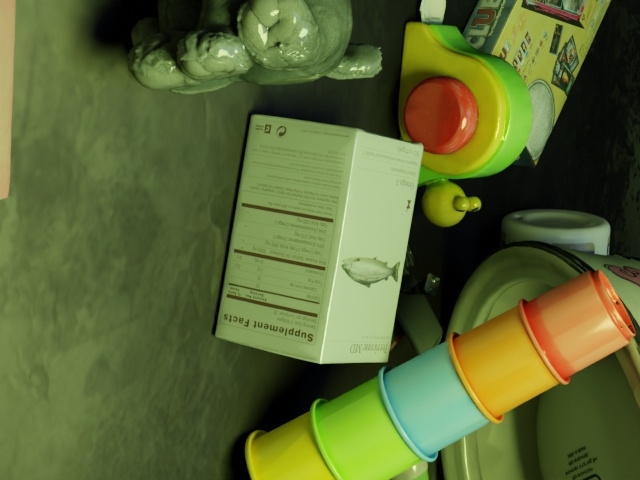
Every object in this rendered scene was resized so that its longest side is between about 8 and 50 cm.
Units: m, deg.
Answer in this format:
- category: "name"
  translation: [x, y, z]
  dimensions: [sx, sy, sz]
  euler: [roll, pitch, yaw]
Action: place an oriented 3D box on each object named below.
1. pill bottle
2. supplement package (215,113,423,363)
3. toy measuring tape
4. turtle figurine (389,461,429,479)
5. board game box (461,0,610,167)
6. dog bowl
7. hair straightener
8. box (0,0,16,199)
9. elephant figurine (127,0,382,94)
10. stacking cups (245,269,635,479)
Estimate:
- category: "pill bottle"
  translation: [0.238, 0.068, 1.513]
  dimensions: [0.112, 0.112, 0.186]
  euler: [-16, 112, -53]
- category: "supplement package"
  translation: [0.000, 0.000, 1.154]
  dimensions: [0.105, 0.105, 0.179]
  euler: [5, 94, -57]
- category: "toy measuring tape"
  translation: [0.136, -0.173, 1.300]
  dimensions: [0.121, 0.121, 0.330]
  euler: [-6, 103, -55]
- category: "turtle figurine"
  translation: [0.057, 0.316, 1.327]
  dimensions: [0.198, 0.275, 0.266]
  euler: [-27, 102, -24]
- category: "board game box"
  translation: [0.218, -0.220, 1.470]
  dimensions: [0.243, 0.042, 0.165]
  euler: [-63, 143, -23]
- category: "dog bowl"
  translation: [0.260, 0.196, 1.305]
  dimensions: [0.150, 0.408, 0.408]
  euler: [-6, 106, -22]
- category: "hair straightener"
  translation: [0.069, 0.015, 1.274]
  dimensions: [0.047, 0.089, 0.230]
  euler: [-49, 135, -35]
- category: "box"
  translation: [-0.246, -0.136, 0.739]
  dimensions: [0.148, 0.127, 0.232]
  euler: [-10, 107, -54]
- category: "elephant figurine"
  translation: [-0.062, -0.225, 0.979]
  dimensions: [0.186, 0.169, 0.239]
  euler: [1, 81, -84]
- category: "stacking cups"
  translation: [0.096, 0.129, 1.151]
  dimensions: [0.096, 0.316, 0.096]
  euler: [53, 19, -28]
